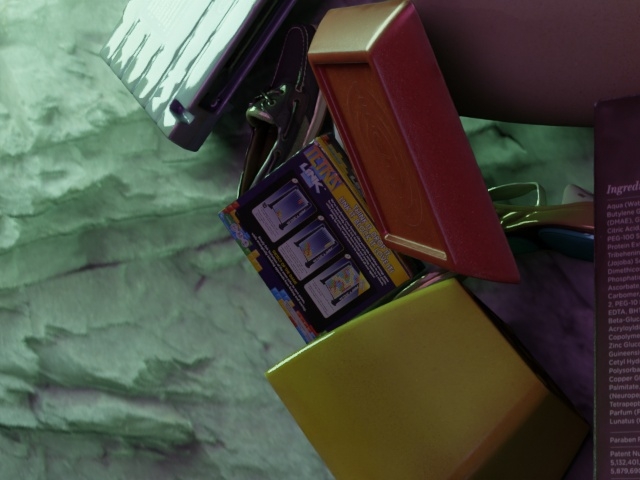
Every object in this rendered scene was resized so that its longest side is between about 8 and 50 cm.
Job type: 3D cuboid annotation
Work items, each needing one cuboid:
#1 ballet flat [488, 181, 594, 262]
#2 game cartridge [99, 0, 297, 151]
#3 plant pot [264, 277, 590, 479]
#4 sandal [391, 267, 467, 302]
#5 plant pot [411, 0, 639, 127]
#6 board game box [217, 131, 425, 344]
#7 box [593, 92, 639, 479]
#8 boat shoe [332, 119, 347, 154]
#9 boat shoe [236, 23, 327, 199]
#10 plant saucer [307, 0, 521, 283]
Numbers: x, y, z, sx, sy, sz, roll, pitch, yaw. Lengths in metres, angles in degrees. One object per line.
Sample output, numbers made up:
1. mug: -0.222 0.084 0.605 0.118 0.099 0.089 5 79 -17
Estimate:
1. ballet flat: 0.211 -0.021 1.413 0.232 0.080 0.073 2 69 36
2. game cartridge: -0.099 -0.298 1.694 0.355 0.068 0.230 -55 38 13
3. plant pot: 0.113 0.160 1.368 0.187 0.212 0.212 -42 57 7
4. sandal: 0.085 0.086 1.486 0.180 0.072 0.049 -45 72 21
5. plant pot: 0.250 -0.202 1.347 0.274 0.256 0.256 19 90 22
6. board game box: 0.000 0.000 1.537 0.141 0.048 0.170 -35 87 23
7. box: 0.320 0.081 1.237 0.143 0.191 0.381 -8 75 35
8. boat shoe: 0.036 -0.087 1.576 0.040 0.049 0.142 -4 79 -4
9. boat shoe: -0.043 -0.128 1.614 0.080 0.073 0.224 1 80 59
10. plant saucer: 0.069 -0.083 1.363 0.047 0.259 0.258 -25 102 -11
